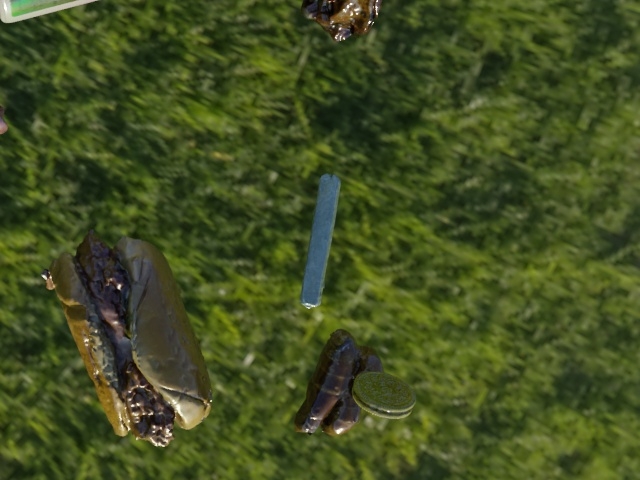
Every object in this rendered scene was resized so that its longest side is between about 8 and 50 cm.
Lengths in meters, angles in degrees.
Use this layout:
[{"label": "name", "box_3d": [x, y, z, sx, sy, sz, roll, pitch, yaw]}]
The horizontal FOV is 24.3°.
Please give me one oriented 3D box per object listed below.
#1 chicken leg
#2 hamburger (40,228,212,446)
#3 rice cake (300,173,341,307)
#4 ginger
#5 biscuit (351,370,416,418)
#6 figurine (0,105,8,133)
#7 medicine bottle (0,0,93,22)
[{"label": "chicken leg", "box_3d": [0.001, -0.357, 1.687, 0.322, 0.177, 0.083, 91, 19, -52]}, {"label": "hamburger", "box_3d": [-0.234, 0.138, 1.892, 0.155, 0.245, 0.282, -20, 161, -4]}, {"label": "rice cake", "box_3d": [0.000, 0.000, 1.863, 0.033, 0.029, 0.171, -15, 114, -84]}, {"label": "ginger", "box_3d": [0.032, 0.209, 2.098, 0.103, 0.073, 0.162, 24, 101, -11]}, {"label": "biscuit", "box_3d": [0.080, 0.198, 1.900, 0.084, 0.084, 0.023, -7, 125, -40]}, {"label": "figurine", "box_3d": [-0.334, -0.137, 1.302, 0.126, 0.114, 0.157, 3, 131, -25]}, {"label": "medicine bottle", "box_3d": [-0.329, -0.366, 1.957, 0.219, 0.078, 0.115, -18, 139, -15]}]
